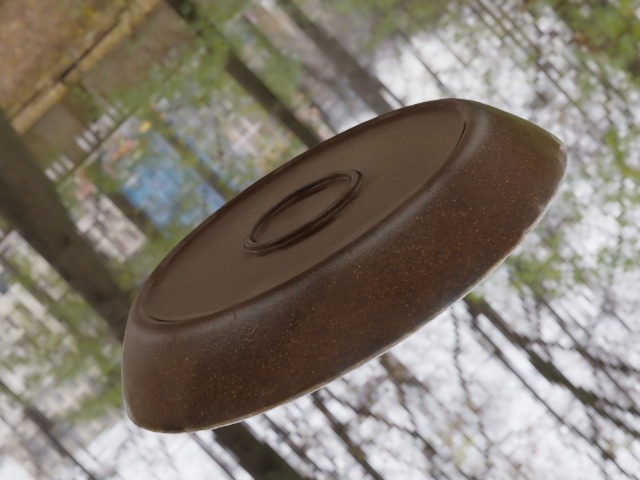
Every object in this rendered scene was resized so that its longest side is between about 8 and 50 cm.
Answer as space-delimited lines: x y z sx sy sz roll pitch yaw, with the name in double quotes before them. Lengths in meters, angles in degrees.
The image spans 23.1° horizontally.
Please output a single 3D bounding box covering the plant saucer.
"plant saucer" 0.000 0.000 0.515 0.168 0.029 0.168 -29 -162 10
